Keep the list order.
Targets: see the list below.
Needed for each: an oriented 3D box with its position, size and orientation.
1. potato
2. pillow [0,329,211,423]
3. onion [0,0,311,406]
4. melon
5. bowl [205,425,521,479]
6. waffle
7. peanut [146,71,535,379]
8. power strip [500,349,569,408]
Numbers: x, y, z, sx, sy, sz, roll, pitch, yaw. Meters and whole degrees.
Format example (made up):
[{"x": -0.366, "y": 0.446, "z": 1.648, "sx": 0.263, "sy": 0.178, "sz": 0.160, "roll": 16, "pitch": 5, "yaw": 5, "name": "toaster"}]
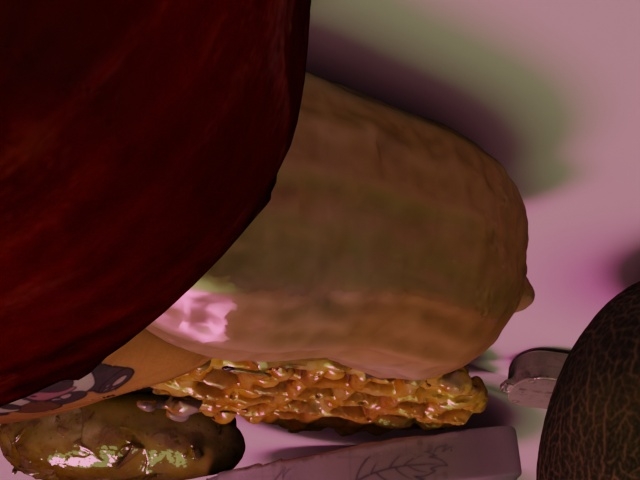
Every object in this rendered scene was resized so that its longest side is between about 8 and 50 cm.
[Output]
[{"x": -0.181, "y": 0.181, "z": 1.590, "sx": 0.226, "sy": 0.090, "sz": 0.117, "roll": 3, "pitch": 175, "yaw": -4, "name": "potato"}, {"x": -0.270, "y": 0.058, "z": 1.235, "sx": 0.312, "sy": 0.119, "sz": 0.310, "roll": -12, "pitch": 157, "yaw": 35, "name": "pillow"}, {"x": -0.153, "y": -0.089, "z": 0.539, "sx": 0.341, "sy": 0.341, "sz": 0.341, "roll": 4, "pitch": 160, "yaw": 2, "name": "onion"}, {"x": 0.261, "y": 0.170, "z": 1.155, "sx": 0.237, "sy": 0.301, "sz": 0.237, "roll": 3, "pitch": 162, "yaw": 1, "name": "melon"}, {"x": 0.046, "y": 0.259, "z": 1.570, "sx": 0.287, "sy": 0.143, "sz": 0.287, "roll": -9, "pitch": 169, "yaw": -2, "name": "bowl"}, {"x": -0.005, "y": 0.113, "z": 1.419, "sx": 0.262, "sy": 0.060, "sz": 0.280, "roll": -8, "pitch": 158, "yaw": 23, "name": "waffle"}, {"x": 0.004, "y": -0.002, "z": 0.960, "sx": 0.340, "sy": 0.158, "sz": 0.174, "roll": 14, "pitch": 133, "yaw": -35, "name": "peanut"}, {"x": 0.258, "y": 0.121, "z": 1.417, "sx": 0.227, "sy": 0.029, "sz": 0.080, "roll": 8, "pitch": 158, "yaw": -6, "name": "power strip"}]
